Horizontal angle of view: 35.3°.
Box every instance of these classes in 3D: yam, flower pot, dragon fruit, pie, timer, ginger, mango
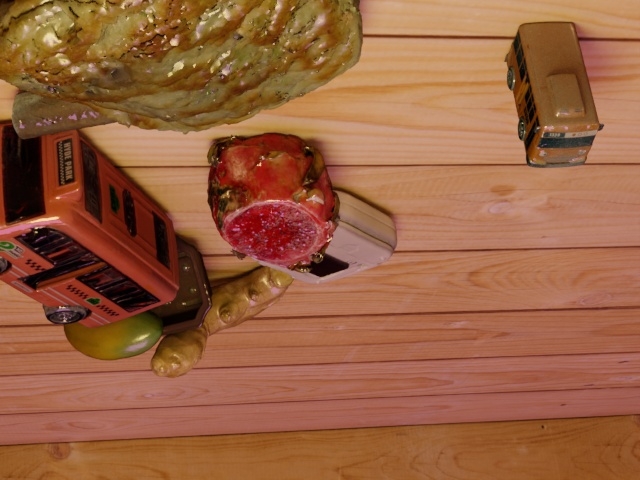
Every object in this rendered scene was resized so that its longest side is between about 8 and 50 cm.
[{"bbox_3d":[-0.342,-0.184,1.384,0.169,0.068,0.068,-10,155,9],"label":"yam"},{"bbox_3d":[-0.313,0.090,1.911,0.250,0.179,0.084,-14,-176,21],"label":"flower pot"},{"bbox_3d":[-0.060,-0.050,1.581,0.211,0.147,0.282,-39,127,23],"label":"dragon fruit"},{"bbox_3d":[-0.166,-0.238,1.173,0.395,0.181,0.418,-20,157,30],"label":"pie"},{"bbox_3d":[0.000,-0.001,1.836,0.237,0.087,0.262,-22,149,33],"label":"timer"},{"bbox_3d":[-0.254,0.149,2.057,0.348,0.122,0.363,-25,-166,-28],"label":"ginger"},{"bbox_3d":[-0.378,0.156,1.804,0.237,0.137,0.091,21,146,53],"label":"mango"}]

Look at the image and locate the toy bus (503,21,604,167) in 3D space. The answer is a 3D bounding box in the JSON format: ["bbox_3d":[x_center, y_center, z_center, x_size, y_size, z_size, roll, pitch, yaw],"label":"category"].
[{"bbox_3d":[0.312,-0.197,1.351,0.091,0.182,0.103,-3,154,-6],"label":"toy bus"}]

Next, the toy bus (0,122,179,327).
[{"bbox_3d":[-0.396,-0.018,1.586,0.232,0.203,0.427,-15,155,11],"label":"toy bus"}]
